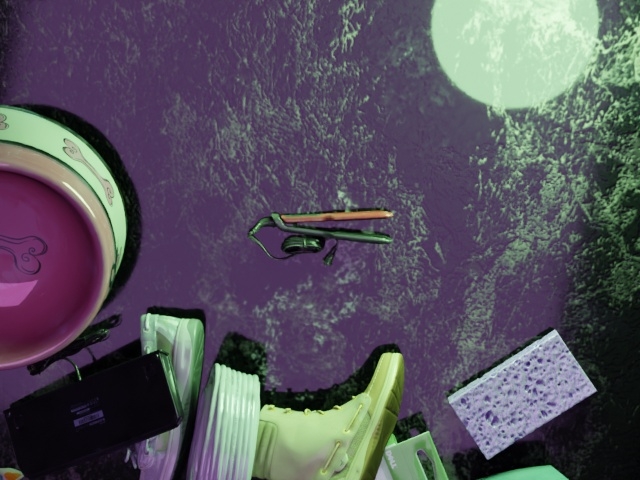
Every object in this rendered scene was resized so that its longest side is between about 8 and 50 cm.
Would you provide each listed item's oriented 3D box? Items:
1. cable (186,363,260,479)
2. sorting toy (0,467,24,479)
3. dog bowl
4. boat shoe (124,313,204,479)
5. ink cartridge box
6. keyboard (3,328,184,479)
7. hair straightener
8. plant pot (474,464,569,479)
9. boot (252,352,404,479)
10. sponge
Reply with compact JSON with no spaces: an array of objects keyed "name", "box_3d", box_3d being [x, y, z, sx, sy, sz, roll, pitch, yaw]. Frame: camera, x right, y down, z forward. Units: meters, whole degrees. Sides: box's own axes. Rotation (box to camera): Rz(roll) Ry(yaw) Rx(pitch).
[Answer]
[{"name":"cable","box_3d":[-0.149,0.320,1.747,0.089,0.257,0.257,11,114,-7]},{"name":"sorting toy","box_3d":[-0.533,0.401,1.867,0.075,0.045,0.083,26,96,16]},{"name":"dog bowl","box_3d":[-0.485,0.014,1.693,0.408,0.150,0.408,-6,115,-12]},{"name":"boat shoe","box_3d":[-0.255,0.277,1.817,0.103,0.118,0.320,9,93,4]},{"name":"ink cartridge box","box_3d":[0.092,0.383,1.853,0.209,0.062,0.109,-22,96,2]},{"name":"keyboard","box_3d":[-0.364,0.238,1.799,0.317,0.033,0.201,-22,79,21]},{"name":"hair straightener","box_3d":[0.000,0.000,1.815,0.230,0.047,0.089,-2,96,0]},{"name":"plant pot","box_3d":[0.296,0.462,1.822,0.234,0.166,0.165,-25,96,-6]},{"name":"boot","box_3d":[0.011,0.277,1.818,0.203,0.095,0.262,13,67,22]},{"name":"sponge","box_3d":[0.324,0.248,1.855,0.210,0.031,0.117,-33,96,4]}]
